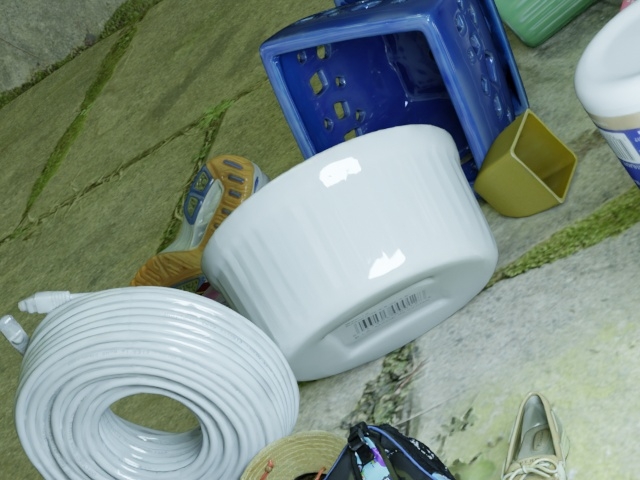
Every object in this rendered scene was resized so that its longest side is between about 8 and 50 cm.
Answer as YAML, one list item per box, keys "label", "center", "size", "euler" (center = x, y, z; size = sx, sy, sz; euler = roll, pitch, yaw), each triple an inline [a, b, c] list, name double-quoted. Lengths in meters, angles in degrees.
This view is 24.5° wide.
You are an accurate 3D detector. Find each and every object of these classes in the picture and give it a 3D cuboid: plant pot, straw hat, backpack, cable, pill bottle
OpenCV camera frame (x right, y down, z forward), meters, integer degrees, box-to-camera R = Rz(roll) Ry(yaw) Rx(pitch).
- label: "plant pot"
  center: [0.210, -0.072, 1.567]
  size: [0.083, 0.081, 0.081]
  euler: [-33, 20, 42]
- label: "straw hat"
  center: [0.002, 0.236, 1.311]
  size: [0.144, 0.144, 0.061]
  euler: [-32, -19, 16]
- label: "backpack"
  center: [0.067, 0.246, 1.120]
  size: [0.173, 0.117, 0.158]
  euler: [36, 91, 38]
- label: "cable"
  center: [-0.151, 0.154, 1.349]
  size: [0.257, 0.257, 0.089]
  euler: [-11, 35, 14]
- label: "plant pot"
  center: [0.104, -0.188, 1.723]
  size: [0.236, 0.236, 0.212]
  euler: [-7, 29, 33]
- label: "pill bottle"
  center: [0.321, -0.061, 1.122]
  size: [0.153, 0.265, 0.153]
  euler: [-32, 25, 17]

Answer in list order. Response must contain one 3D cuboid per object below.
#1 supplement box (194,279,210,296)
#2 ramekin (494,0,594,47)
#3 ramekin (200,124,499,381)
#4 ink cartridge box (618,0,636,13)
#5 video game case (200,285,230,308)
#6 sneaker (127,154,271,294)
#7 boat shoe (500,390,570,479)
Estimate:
- label: "supplement box"
  center: [-0.057, 0.032, 1.786]
  size: [0.130, 0.073, 0.239]
  euler: [-11, 34, 50]
- label: "ramekin"
  center: [0.228, -0.385, 1.860]
  size: [0.148, 0.303, 0.303]
  euler: [-43, 21, 11]
- label: "ramekin"
  center: [0.037, 0.022, 1.422]
  size: [0.277, 0.135, 0.277]
  euler: [-25, -18, -9]
- label: "ink cartridge box"
  center: [0.465, -0.296, 1.490]
  size: [0.283, 0.117, 0.207]
  euler: [-8, 52, 51]
- label: "video game case"
  center: [0.000, 0.000, 1.562]
  size: [0.196, 0.026, 0.274]
  euler: [-10, -25, -41]
- label: "sneaker"
  center: [-0.145, 0.038, 1.899]
  size: [0.112, 0.131, 0.296]
  euler: [35, 93, 28]
- label: "boat shoe"
  center: [0.168, 0.173, 1.160]
  size: [0.056, 0.048, 0.153]
  euler: [-15, 17, 21]
